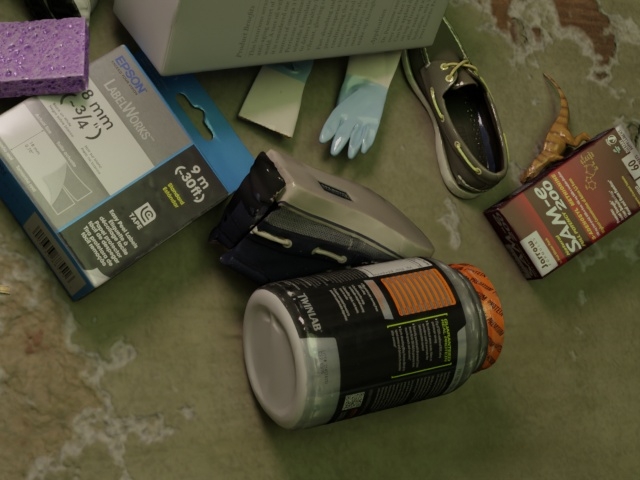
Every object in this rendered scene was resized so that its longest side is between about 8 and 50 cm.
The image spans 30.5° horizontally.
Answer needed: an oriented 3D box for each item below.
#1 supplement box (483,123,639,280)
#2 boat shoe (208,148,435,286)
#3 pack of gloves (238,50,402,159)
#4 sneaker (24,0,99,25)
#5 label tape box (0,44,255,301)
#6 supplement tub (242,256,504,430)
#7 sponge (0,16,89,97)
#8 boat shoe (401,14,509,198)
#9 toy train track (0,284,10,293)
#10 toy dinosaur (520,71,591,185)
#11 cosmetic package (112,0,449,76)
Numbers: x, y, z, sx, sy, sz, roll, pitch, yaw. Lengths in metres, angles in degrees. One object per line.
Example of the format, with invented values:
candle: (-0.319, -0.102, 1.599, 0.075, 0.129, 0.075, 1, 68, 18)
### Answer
supplement box: (0.384, -0.057, 1.782, 0.239, 0.073, 0.130, -34, 92, -10)
boat shoe: (0.000, 0.000, 1.607, 0.340, 0.158, 0.127, 24, 23, -40)
pack of gloves: (0.002, -0.230, 1.711, 0.195, 0.046, 0.232, 21, 64, -7)
sneaker: (-0.340, -0.389, 1.482, 0.100, 0.271, 0.108, 14, 53, 16)
label tape box: (-0.243, -0.115, 1.514, 0.333, 0.106, 0.241, -37, 94, -29)
supplement tub: (0.073, 0.128, 1.550, 0.316, 0.193, 0.194, -9, 80, -27)
sponge: (-0.392, -0.224, 1.447, 0.210, 0.031, 0.117, -4, 49, -3)
boat shoe: (0.207, -0.219, 1.767, 0.109, 0.091, 0.305, -13, 82, -28)
toy train track: (-0.404, 0.074, 1.436, 0.048, 0.014, 0.083, 7, 74, -24)
toy dinosaur: (0.382, -0.166, 1.854, 0.112, 0.064, 0.211, 30, 65, -14)
cosmetic package: (-0.028, -0.375, 1.575, 0.453, 0.230, 0.161, -12, 49, -34)
